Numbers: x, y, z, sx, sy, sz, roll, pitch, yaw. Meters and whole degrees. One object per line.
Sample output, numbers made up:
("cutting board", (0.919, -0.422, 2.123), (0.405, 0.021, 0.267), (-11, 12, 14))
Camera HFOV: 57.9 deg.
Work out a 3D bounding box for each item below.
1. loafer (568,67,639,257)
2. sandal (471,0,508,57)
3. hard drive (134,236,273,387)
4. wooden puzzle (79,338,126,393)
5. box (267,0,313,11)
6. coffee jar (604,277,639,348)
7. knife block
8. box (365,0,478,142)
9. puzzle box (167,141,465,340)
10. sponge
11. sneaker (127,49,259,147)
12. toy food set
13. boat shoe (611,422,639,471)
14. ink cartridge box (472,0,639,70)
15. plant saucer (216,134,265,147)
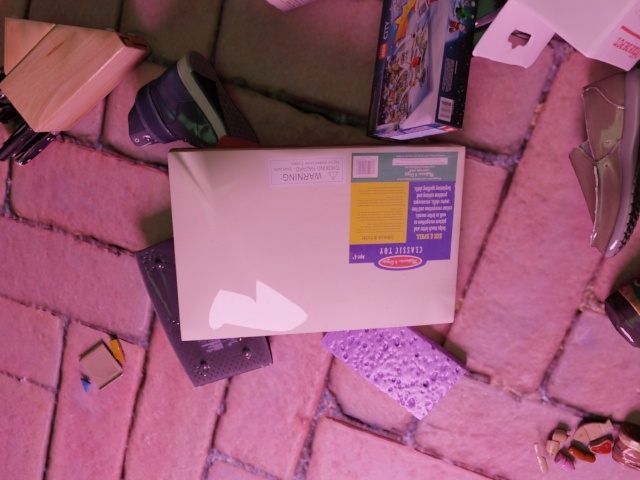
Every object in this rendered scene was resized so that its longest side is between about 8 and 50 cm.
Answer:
("loafer", (0.389, -0.103, 0.789), (0.087, 0.094, 0.251), (6, 95, 36))
("sandal", (0.240, -0.345, 0.774), (0.097, 0.054, 0.254), (46, 108, 0))
("hard drive", (-0.189, 0.107, 0.973), (0.172, 0.054, 0.254), (-20, 98, 16))
("wooden puzzle", (-0.404, 0.232, 1.072), (0.116, 0.014, 0.078), (-28, 91, 17))
("box", (0.057, -0.419, 0.752), (0.311, 0.148, 0.121), (-15, 98, 14))
("coffee jar", (0.487, 0.071, 0.794), (0.184, 0.096, 0.079), (-38, 90, 18))
("knife block", (-0.423, -0.224, 0.932), (0.276, 0.088, 0.242), (10, 105, 10))
("box", (0.130, -0.251, 0.743), (0.044, 0.159, 0.233), (7, 91, -25))
("puzzle box", (0.000, 0.000, 0.829), (0.409, 0.052, 0.272), (-2, 106, -9))
("sponge", (0.115, 0.184, 0.936), (0.210, 0.031, 0.117), (37, 107, 3))
("sneaker", (-0.197, -0.155, 0.903), (0.164, 0.086, 0.226), (-23, 105, 25))
("toy food set", (0.402, 0.326, 0.913), (0.122, 0.019, 0.077), (-17, 99, 8))
("boat shoe", (0.529, 0.338, 0.866), (0.178, 0.064, 0.060), (22, 112, 14))
("ink cartridge box", (0.352, -0.310, 0.631), (0.119, 0.207, 0.353), (50, 126, 20))
("plant saucer", (-0.059, 0.001, 0.878), (0.259, 0.047, 0.259), (15, 106, -13))
